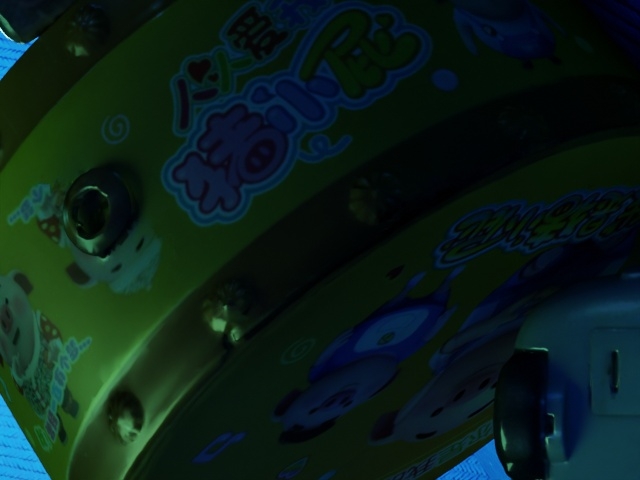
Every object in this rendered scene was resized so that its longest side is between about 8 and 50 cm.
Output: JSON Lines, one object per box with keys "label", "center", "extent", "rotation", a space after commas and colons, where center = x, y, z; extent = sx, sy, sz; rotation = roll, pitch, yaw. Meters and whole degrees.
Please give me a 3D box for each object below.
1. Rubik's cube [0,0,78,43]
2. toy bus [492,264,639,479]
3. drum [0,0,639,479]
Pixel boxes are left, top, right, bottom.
{"label": "Rubik's cube", "center": [-0.152, -0.329, 0.994], "extent": [0.305, 0.304, 0.301], "rotation": [60, 172, -22]}
{"label": "toy bus", "center": [0.215, 0.154, 0.990], "extent": [0.232, 0.194, 0.287], "rotation": [-5, -87, -70]}
{"label": "drum", "center": [0.000, 0.000, 1.012], "extent": [0.214, 0.431, 0.431], "rotation": [55, 173, 24]}
